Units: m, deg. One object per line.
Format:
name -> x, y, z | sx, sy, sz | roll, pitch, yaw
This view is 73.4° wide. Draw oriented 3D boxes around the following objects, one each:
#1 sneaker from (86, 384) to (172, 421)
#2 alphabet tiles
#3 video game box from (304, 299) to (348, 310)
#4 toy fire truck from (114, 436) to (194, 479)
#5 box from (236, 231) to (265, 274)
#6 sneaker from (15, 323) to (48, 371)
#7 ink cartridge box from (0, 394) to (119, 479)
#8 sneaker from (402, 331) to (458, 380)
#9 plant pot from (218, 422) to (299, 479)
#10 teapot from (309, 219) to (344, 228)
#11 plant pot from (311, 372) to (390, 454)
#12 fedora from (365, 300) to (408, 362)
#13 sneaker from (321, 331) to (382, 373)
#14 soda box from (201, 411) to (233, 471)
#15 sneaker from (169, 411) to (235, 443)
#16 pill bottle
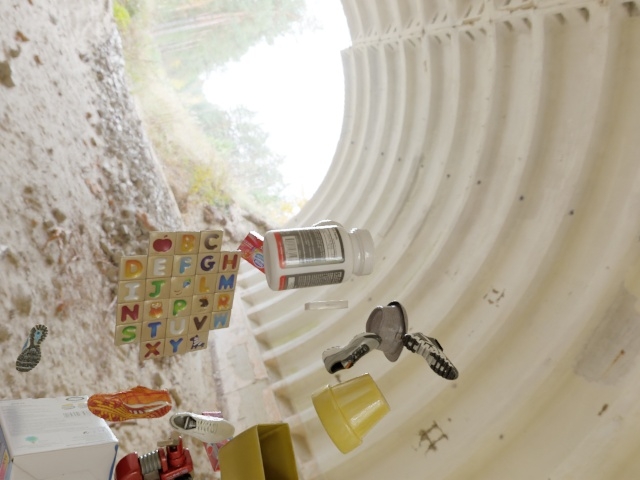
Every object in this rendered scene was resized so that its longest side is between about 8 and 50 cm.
sneaker -> -0.410, 0.346, 0.924 | 0.175, 0.064, 0.067 | 22, 18, -40
alphabet tiles -> -0.339, 0.135, 1.041 | 0.011, 0.286, 0.341 | 35, -61, 48
video game box -> 0.026, 0.343, 2.259 | 0.187, 0.206, 0.048 | 141, -53, -77
toy fire truck -> -0.489, 0.655, 1.258 | 0.159, 0.217, 0.246 | 29, -56, 57
box -> -0.268, 0.079, 2.088 | 0.257, 0.128, 0.122 | 36, 4, 0
sneaker -> -0.937, 0.349, 1.402 | 0.073, 0.064, 0.161 | 0, -112, 58
ink cartridge box -> -0.810, 0.588, 1.275 | 0.396, 0.270, 0.150 | 15, -90, 46
sneaker -> 0.420, 0.412, 1.579 | 0.234, 0.106, 0.078 | 36, -55, 33
plant pot -> -0.215, 0.742, 1.425 | 0.212, 0.187, 0.212 | 37, 33, -57
teapot -> 0.000, 0.000, 2.266 | 0.187, 0.252, 0.256 | 16, -21, 28
plant pot -> 0.129, 0.645, 1.663 | 0.253, 0.239, 0.254 | 57, -3, 4
fedora -> 0.281, 0.400, 1.917 | 0.243, 0.125, 0.275 | -118, -138, -62
sneaker -> 0.138, 0.478, 1.798 | 0.100, 0.272, 0.108 | 56, 9, -30
soda box -> -0.422, 0.817, 1.757 | 0.263, 0.092, 0.083 | 30, -77, 56
sneaker -> -0.424, 0.669, 1.537 | 0.094, 0.236, 0.089 | 115, -15, -58
pill bottle -> -0.007, 0.057, 1.503 | 0.210, 0.364, 0.209 | 176, -90, -75
